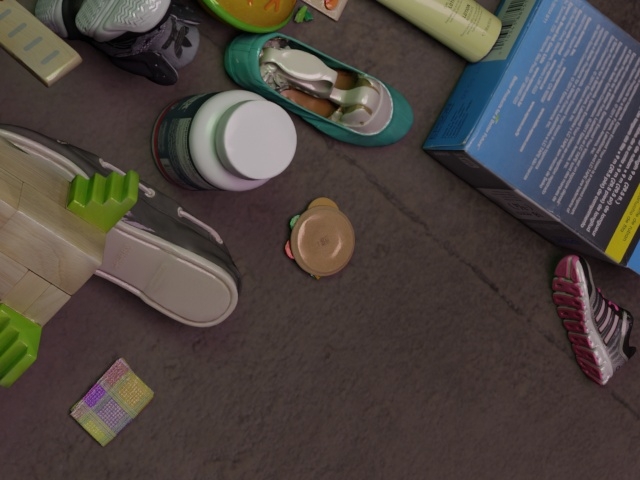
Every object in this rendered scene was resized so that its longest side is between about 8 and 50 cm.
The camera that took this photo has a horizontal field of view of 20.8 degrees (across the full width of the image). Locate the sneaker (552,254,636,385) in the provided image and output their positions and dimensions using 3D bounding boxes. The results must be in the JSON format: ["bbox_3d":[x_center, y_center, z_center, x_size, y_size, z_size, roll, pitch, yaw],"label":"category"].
[{"bbox_3d":[0.336,0.087,2.117,0.075,0.063,0.170,-27,108,-22],"label":"sneaker"}]

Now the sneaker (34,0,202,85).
[{"bbox_3d":[-0.174,-0.224,1.748,0.153,0.269,0.101,26,85,-29],"label":"sneaker"}]

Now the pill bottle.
[{"bbox_3d":[-0.098,-0.104,1.833,0.108,0.180,0.108,-1,92,-26],"label":"pill bottle"}]

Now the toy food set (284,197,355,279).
[{"bbox_3d":[0.000,0.000,1.973,0.082,0.020,0.083,-42,109,-18],"label":"toy food set"}]

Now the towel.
[{"bbox_3d":[-0.223,0.174,1.876,0.083,0.009,0.060,-48,111,-16],"label":"towel"}]

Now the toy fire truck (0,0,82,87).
[{"bbox_3d":[-0.355,-0.166,1.669,0.158,0.246,0.217,36,76,-22],"label":"toy fire truck"}]

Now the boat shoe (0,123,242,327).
[{"bbox_3d":[-0.228,-0.024,1.834,0.335,0.095,0.112,34,113,-19],"label":"boat shoe"}]

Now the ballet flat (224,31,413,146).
[{"bbox_3d":[0.011,-0.164,1.936,0.247,0.087,0.083,21,84,-25],"label":"ballet flat"}]

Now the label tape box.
[{"bbox_3d":[0.317,-0.120,2.076,0.334,0.106,0.240,34,77,-23],"label":"label tape box"}]

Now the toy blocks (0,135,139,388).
[{"bbox_3d":[-0.391,0.017,1.649,0.261,0.190,0.381,35,117,-23],"label":"toy blocks"}]

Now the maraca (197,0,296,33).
[{"bbox_3d":[-0.098,-0.288,1.857,0.186,0.099,0.127,18,60,-37],"label":"maraca"}]

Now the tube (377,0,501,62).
[{"bbox_3d":[0.098,-0.290,1.991,0.240,0.070,0.062,32,113,-19],"label":"tube"}]

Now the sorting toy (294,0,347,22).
[{"bbox_3d":[0.003,-0.274,1.969,0.062,0.012,0.083,30,79,-24],"label":"sorting toy"}]
